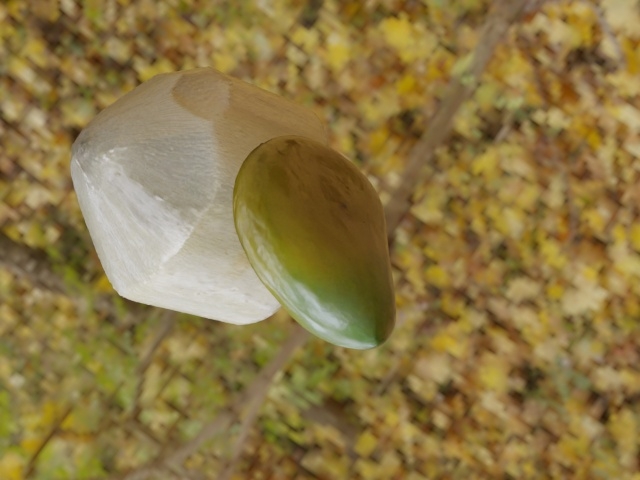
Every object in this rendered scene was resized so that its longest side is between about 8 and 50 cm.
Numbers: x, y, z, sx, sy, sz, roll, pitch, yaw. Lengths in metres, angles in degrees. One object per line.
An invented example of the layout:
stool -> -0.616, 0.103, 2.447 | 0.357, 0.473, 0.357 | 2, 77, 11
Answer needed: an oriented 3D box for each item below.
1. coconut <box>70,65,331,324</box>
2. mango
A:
coconut -> -0.118, -0.046, 1.625 | 0.265, 0.237, 0.237 | 19, 169, -22
mango -> -0.006, -0.003, 1.376 | 0.137, 0.091, 0.237 | 22, -153, -18
